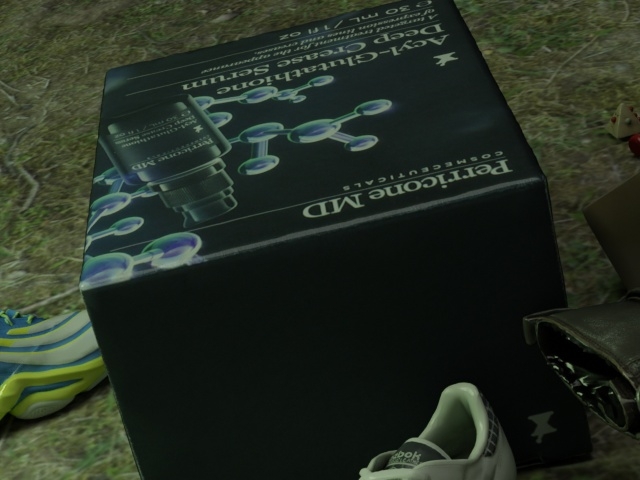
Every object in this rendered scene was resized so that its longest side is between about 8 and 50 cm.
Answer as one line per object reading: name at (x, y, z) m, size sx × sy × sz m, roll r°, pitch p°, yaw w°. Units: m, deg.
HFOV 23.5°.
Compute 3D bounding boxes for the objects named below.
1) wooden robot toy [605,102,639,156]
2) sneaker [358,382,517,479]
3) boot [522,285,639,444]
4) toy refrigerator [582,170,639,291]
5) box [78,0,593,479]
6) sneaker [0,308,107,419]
wooden robot toy at (0.314, -0.117, 1.344) m, size 0.076 × 0.079 × 0.173 m, roll -30°, pitch 30°, yaw -29°
sneaker at (0.036, 0.179, 0.883) m, size 0.090 × 0.095 × 0.235 m, roll 7°, pitch 35°, yaw 34°
boot at (0.264, 0.070, 0.854) m, size 0.229 × 0.091 × 0.263 m, roll -16°, pitch 20°, yaw -21°
toy refrigerator at (0.295, -0.050, 1.046) m, size 0.102 × 0.094 × 0.269 m, roll -27°, pitch -6°, yaw -24°
box at (0.000, 0.000, 1.124) m, size 0.293 × 0.212 × 0.395 m, roll -13°, pitch 27°, yaw 1°
sneaker at (-0.267, 0.083, 1.192) m, size 0.240 × 0.126 × 0.091 m, roll -26°, pitch 28°, yaw -21°
